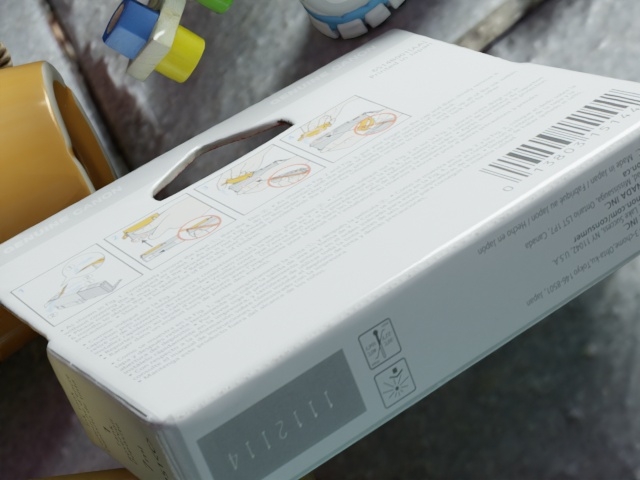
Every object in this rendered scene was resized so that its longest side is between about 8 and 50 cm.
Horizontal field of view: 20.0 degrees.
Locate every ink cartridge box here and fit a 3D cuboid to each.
[{"bbox_3d":[0.000,0.000,0.899,0.296,0.066,0.261,-31,26,-20],"label":"ink cartridge box"}]

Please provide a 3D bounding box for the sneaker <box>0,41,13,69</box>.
[{"bbox_3d":[-0.356,-0.108,1.160,0.282,0.099,0.153,-19,46,-26],"label":"sneaker"}]

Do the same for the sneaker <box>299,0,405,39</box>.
[{"bbox_3d":[0.052,-0.199,1.023,0.191,0.083,0.071,-45,53,6],"label":"sneaker"}]

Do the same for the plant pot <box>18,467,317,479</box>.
[{"bbox_3d":[-0.100,0.213,0.864,0.239,0.254,0.254,-18,61,6],"label":"plant pot"}]

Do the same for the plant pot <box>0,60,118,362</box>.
[{"bbox_3d":[-0.215,-0.009,1.051,0.188,0.205,0.205,-26,58,3],"label":"plant pot"}]

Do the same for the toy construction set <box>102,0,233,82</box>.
[{"bbox_3d":[-0.083,-0.253,1.082,0.215,0.151,0.328,-55,33,21],"label":"toy construction set"}]
